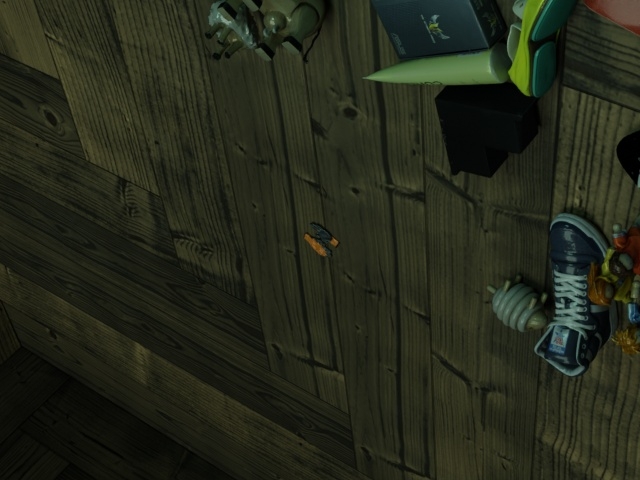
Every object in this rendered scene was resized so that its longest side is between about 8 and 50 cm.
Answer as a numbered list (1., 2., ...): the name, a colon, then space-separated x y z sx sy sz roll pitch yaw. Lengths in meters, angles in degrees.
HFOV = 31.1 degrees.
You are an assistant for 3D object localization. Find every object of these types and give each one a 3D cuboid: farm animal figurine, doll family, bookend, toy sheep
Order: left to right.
1. farm animal figurine: -0.080 -0.435 1.816 0.330 0.172 0.326 9 148 34
2. bookend: 0.275 -0.168 1.801 0.157 0.072 0.156 17 141 36
3. toy sheep: 0.351 0.114 2.048 0.132 0.091 0.091 40 152 34
4. doll family: 0.495 0.086 1.764 0.263 0.163 0.118 51 149 -12

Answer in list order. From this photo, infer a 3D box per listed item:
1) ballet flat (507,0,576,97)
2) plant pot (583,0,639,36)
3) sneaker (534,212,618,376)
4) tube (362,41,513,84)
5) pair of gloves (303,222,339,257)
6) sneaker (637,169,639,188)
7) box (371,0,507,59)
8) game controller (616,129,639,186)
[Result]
1. ballet flat: 0.302 -0.299 1.617 0.077 0.077 0.231 47 155 28
2. plant pot: 0.482 -0.329 1.206 0.267 0.267 0.235 33 136 17
3. sneaker: 0.411 0.100 1.889 0.099 0.153 0.282 13 138 40
4. tube: 0.185 -0.266 1.786 0.240 0.062 0.070 3 154 43
5. pair of gloves: 0.000 0.000 2.383 0.074 0.010 0.083 40 148 6
6. sneaker: 0.566 -0.122 1.492 0.282 0.161 0.102 11 179 -2
7. box: 0.150 -0.383 1.695 0.183 0.059 0.232 3 131 46
8. game controller: 0.557 -0.039 1.637 0.319 0.067 0.166 50 149 -9
